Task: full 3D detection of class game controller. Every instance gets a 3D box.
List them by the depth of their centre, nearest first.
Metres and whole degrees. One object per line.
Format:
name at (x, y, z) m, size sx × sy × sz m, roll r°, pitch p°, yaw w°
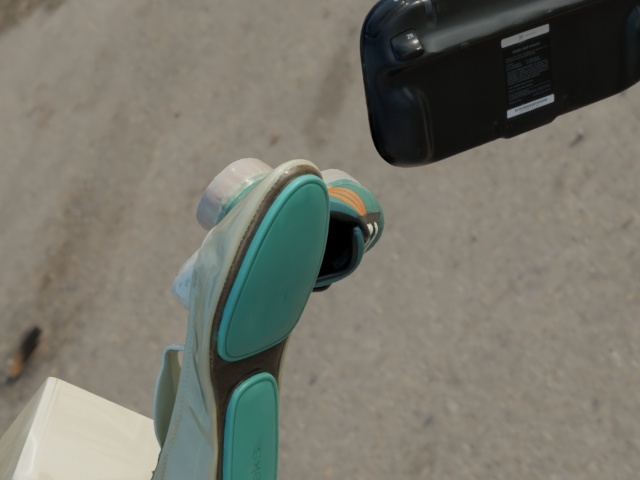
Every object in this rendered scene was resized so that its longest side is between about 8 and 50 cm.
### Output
game controller at (0.179, -0.177, 1.464) m, size 0.319 × 0.167 × 0.067 m, roll -21°, pitch 38°, yaw -23°

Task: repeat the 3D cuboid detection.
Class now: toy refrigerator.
toy refrigerator at (-0.203, 0.203, 1.146) m, size 0.269 × 0.102 × 0.094 m, roll -48°, pitch 22°, yaw 49°

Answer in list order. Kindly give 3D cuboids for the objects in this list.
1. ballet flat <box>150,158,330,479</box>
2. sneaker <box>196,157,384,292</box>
ballet flat at (-0.058, 0.060, 0.939) m, size 0.086 × 0.086 × 0.249 m, roll -127°, pitch 45°, yaw -61°
sneaker at (0.000, 0.000, 1.551) m, size 0.121 × 0.302 × 0.108 m, roll 40°, pitch 105°, yaw 23°
